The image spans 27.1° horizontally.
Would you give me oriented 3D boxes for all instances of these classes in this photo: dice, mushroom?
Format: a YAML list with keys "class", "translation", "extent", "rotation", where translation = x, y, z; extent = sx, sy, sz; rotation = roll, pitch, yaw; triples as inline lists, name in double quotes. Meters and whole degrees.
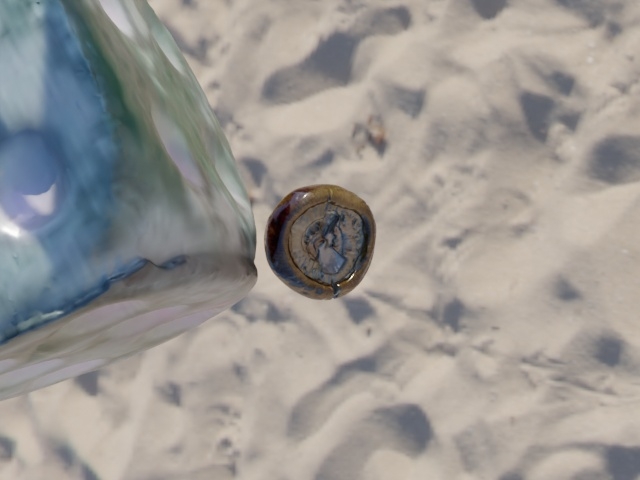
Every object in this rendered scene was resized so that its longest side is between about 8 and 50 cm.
- class: "dice"
  translation: [-0.265, -0.049, 1.147]
  extent: [0.330, 0.328, 0.348]
  rotation: [-29, 80, 8]
- class: "mushroom"
  translation: [0.000, 0.000, 1.330]
  extent: [0.052, 0.123, 0.123]
  rotation: [24, 101, 61]
